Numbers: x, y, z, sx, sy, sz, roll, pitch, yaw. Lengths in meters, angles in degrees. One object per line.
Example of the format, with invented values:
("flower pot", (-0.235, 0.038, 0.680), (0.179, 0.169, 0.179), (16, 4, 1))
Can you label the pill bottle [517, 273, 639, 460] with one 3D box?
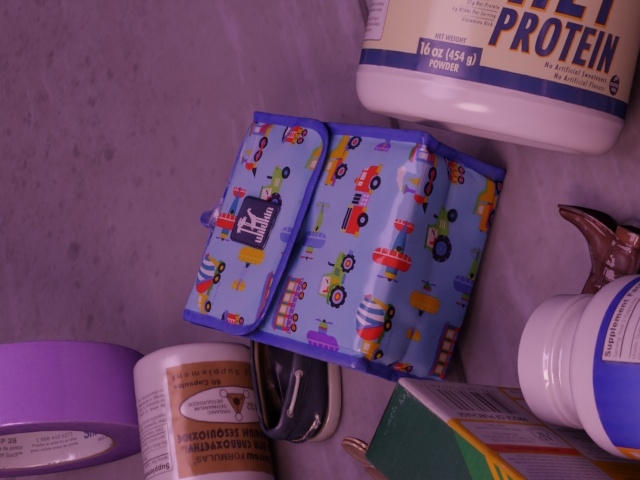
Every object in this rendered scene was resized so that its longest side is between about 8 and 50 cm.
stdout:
("pill bottle", (0.293, 0.103, 1.451), (0.272, 0.152, 0.152), (0, 83, 47))

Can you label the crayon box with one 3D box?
("crayon box", (0.212, 0.229, 1.477), (0.323, 0.203, 0.083), (37, 111, 44))

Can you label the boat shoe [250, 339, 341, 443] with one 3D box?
("boat shoe", (-0.040, 0.078, 1.860), (0.095, 0.079, 0.254), (-16, 72, 43))

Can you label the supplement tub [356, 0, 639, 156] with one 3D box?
("supplement tub", (0.171, -0.249, 1.580), (0.235, 0.235, 0.325), (14, 94, 47))

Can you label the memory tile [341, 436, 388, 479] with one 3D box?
("memory tile", (0.091, 0.219, 1.676), (0.148, 0.113, 0.012), (5, 54, 52))

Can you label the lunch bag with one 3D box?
("lunch bag", (0.000, 0.000, 1.759), (0.293, 0.138, 0.221), (13, 84, 42))

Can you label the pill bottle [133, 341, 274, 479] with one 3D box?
("pill bottle", (-0.114, 0.227, 1.875), (0.131, 0.131, 0.229), (-24, 66, 42))

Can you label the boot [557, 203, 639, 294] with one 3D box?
("boot", (0.232, 0.033, 1.617), (0.106, 0.037, 0.114), (30, 110, 47))

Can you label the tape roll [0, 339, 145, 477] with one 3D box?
("tape roll", (-0.318, 0.186, 1.992), (0.275, 0.275, 0.090), (-24, 67, 42))
